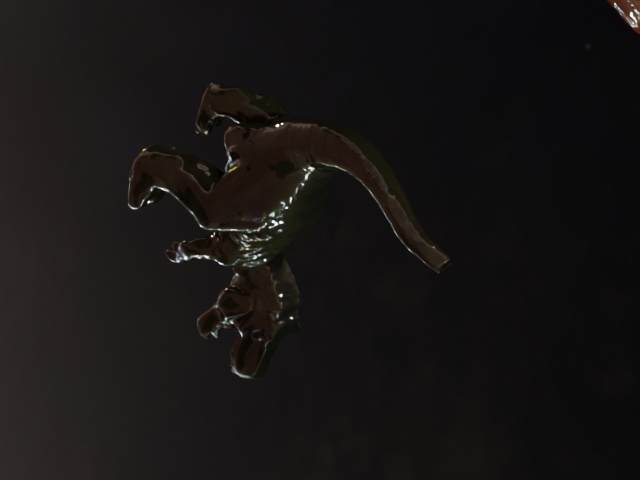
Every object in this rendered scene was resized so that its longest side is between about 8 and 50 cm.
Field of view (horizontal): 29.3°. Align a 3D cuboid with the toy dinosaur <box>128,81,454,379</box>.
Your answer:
[{"bbox_3d":[0.000,0.000,0.600,0.179,0.087,0.187,25,-34,22],"label":"toy dinosaur"}]

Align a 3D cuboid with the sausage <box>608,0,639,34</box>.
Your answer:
[{"bbox_3d":[0.309,-0.238,1.011,0.268,0.141,0.153,-73,-178,-73],"label":"sausage"}]
